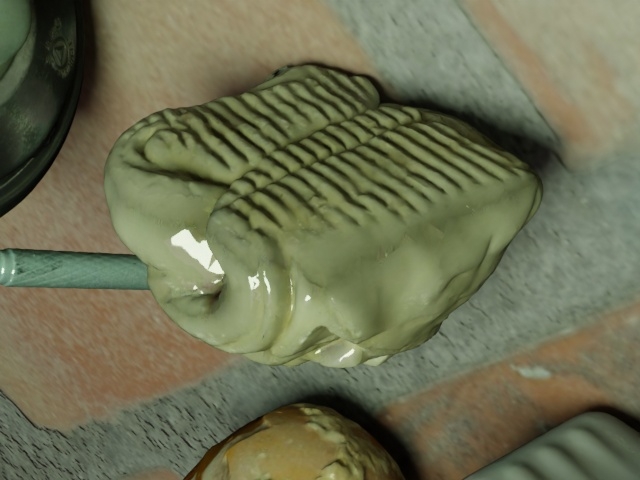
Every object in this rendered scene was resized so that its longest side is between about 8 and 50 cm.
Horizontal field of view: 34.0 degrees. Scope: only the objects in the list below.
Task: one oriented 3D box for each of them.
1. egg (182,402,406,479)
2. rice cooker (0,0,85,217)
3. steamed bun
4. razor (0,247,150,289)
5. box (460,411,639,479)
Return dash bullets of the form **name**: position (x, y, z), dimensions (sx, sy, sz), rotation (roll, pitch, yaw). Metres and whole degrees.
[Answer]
- **egg**: position (-0.023, 0.231, 0.816), dimensions (0.195, 0.195, 0.233), rotation (29, 149, 9)
- **rice cooker**: position (-0.299, -0.132, 0.650), dimensions (0.316, 0.264, 0.316), rotation (13, 114, 30)
- **steamed bun**: position (-0.002, -0.001, 0.618), dimensions (0.211, 0.218, 0.144), rotation (37, 143, 39)
- **razor**: position (-0.138, 0.018, 0.714), dimensions (0.106, 0.232, 0.068), rotation (-29, 66, 42)
- **box**: position (0.138, 0.244, 0.724), dimensions (0.106, 0.264, 0.337), rotation (47, 142, 32)
